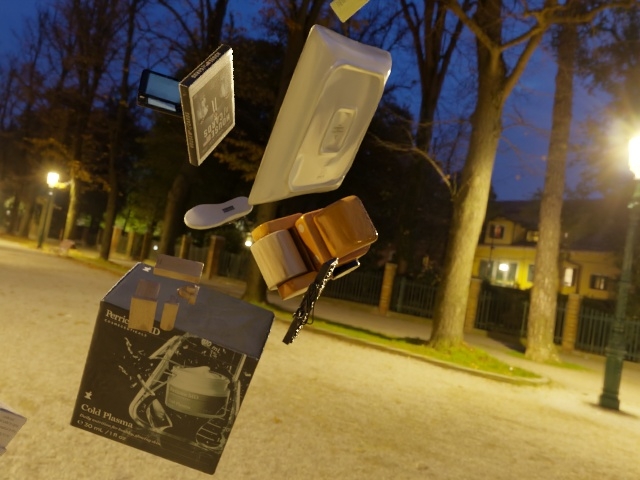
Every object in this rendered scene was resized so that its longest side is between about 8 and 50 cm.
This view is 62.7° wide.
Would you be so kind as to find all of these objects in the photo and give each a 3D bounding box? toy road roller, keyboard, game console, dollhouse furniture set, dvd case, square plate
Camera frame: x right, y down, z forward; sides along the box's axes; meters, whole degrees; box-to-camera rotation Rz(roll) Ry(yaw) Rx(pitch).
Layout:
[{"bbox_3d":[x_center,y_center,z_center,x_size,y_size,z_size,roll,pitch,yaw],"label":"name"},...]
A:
[{"bbox_3d":[0.000,0.000,1.429,0.329,0.203,0.240,-19,-13,-38],"label":"toy road roller"},{"bbox_3d":[-0.014,0.126,0.997,0.038,0.192,0.100,31,18,14],"label":"keyboard"},{"bbox_3d":[-0.402,-0.377,1.345,0.122,0.071,0.107,12,26,-23],"label":"game console"},{"bbox_3d":[-0.385,0.136,1.314,0.143,0.151,0.123,14,-48,-13],"label":"dollhouse furniture set"},{"bbox_3d":[-0.265,-0.319,1.258,0.029,0.179,0.239,23,-36,11],"label":"dvd case"},{"bbox_3d":[0.021,-0.231,1.066,0.049,0.344,0.347,32,24,21],"label":"square plate"}]

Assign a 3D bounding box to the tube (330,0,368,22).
[{"bbox_3d":[0.138,-0.689,1.413,0.240,0.070,0.062,-36,3,16],"label":"tube"}]

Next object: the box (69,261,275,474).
[{"bbox_3d":[-0.455,0.397,1.653,0.479,0.472,0.297,21,19,-3],"label":"box"}]

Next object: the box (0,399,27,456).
[{"bbox_3d":[-0.452,0.128,0.545,0.323,0.063,0.067,26,-25,16],"label":"box"}]

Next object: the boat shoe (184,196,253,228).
[{"bbox_3d":[-0.193,-0.045,1.003,0.142,0.049,0.040,-19,-22,-35],"label":"boat shoe"}]
